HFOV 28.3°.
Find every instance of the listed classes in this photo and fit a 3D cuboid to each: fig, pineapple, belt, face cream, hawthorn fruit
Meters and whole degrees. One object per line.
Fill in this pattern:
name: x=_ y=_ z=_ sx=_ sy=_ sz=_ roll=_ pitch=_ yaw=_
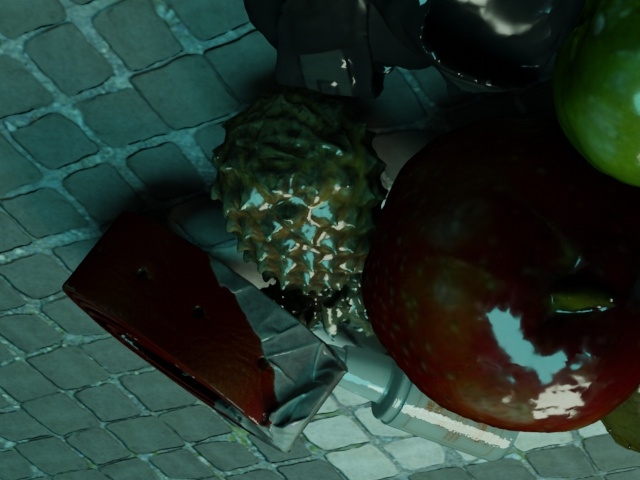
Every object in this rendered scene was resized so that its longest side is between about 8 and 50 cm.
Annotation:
fig: x=0.327 y=-0.125 z=1.015 sx=0.314 sy=0.233 sz=0.233 roll=28 pitch=136 yaw=-28
pineapple: x=0.000 y=0.000 z=1.277 sx=0.175 sy=0.175 sz=0.361 roll=-3 pitch=146 yaw=14
belt: x=-0.116 y=0.097 z=1.315 sx=0.323 sy=0.115 sz=0.227 roll=31 pitch=167 yaw=28
face cream: x=0.110 y=0.176 z=1.492 sx=0.251 sy=0.101 sz=0.101 roll=21 pitch=138 yaw=-14
hawthorn fruit: x=0.185 y=0.030 z=1.095 sx=0.284 sy=0.285 sz=0.369 roll=13 pitch=-179 yaw=-5

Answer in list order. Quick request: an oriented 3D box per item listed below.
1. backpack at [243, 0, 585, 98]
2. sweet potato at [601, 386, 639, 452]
backpack: x=0.047 y=-0.279 z=0.871 sx=0.363 sy=0.255 sz=0.446 roll=0 pitch=142 yaw=19
sweet potato: x=0.346 y=0.083 z=1.335 sx=0.130 sy=0.130 sz=0.423 roll=-3 pitch=131 yaw=13
